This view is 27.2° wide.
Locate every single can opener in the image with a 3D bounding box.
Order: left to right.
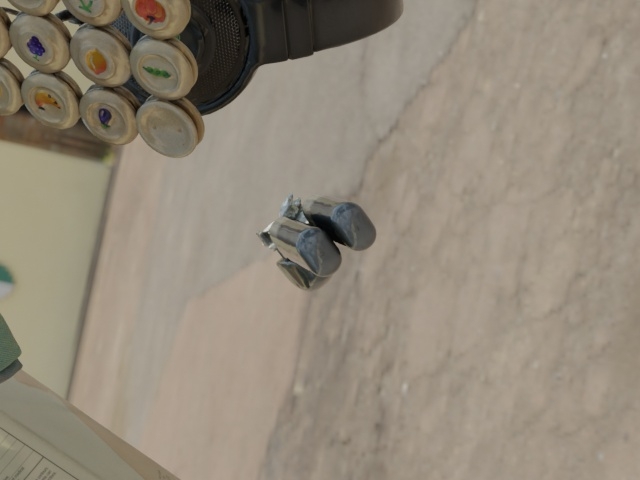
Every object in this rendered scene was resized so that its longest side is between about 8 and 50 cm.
[{"bbox_3d":[0.000,0.000,1.223,0.074,0.093,0.280,-38,6,-7],"label":"can opener"}]

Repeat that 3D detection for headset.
[{"bbox_3d":[-0.124,-0.159,1.071,0.243,0.394,0.185,-130,33,-63],"label":"headset"}]

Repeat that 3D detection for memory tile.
[{"bbox_3d":[-0.133,-0.102,0.702,0.012,0.148,0.113,-60,-23,-44],"label":"memory tile"}]

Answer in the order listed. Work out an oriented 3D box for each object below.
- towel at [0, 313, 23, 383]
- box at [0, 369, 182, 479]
[{"bbox_3d":[-0.396,0.047,0.767,0.040,0.370,0.271,-7,111,62],"label":"towel"},{"bbox_3d":[-0.271,0.237,1.264,0.148,0.311,0.121,-47,19,8],"label":"box"}]
